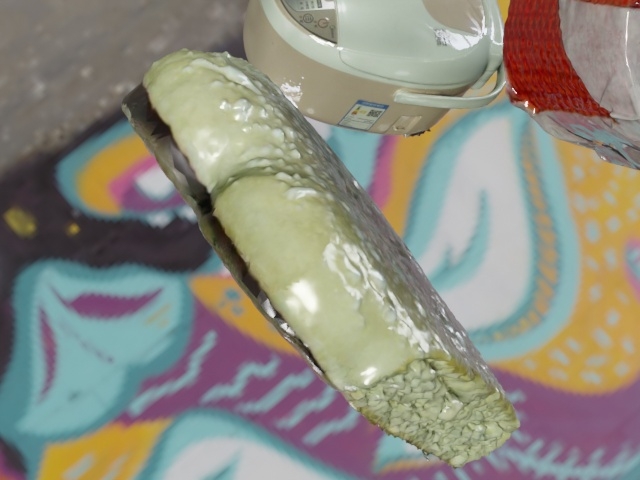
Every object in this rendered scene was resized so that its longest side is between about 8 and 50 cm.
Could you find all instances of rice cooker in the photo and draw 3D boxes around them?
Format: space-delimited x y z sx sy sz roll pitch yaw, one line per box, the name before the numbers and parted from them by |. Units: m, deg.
rice cooker | 0.041 -0.156 1.392 0.206 0.145 0.127 10 143 -27

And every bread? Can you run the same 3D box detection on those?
bread | 0.000 0.000 0.777 0.056 0.207 0.286 -37 164 3

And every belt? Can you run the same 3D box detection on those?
belt | 0.187 -0.102 0.782 0.201 0.128 0.124 -24 -162 -19
